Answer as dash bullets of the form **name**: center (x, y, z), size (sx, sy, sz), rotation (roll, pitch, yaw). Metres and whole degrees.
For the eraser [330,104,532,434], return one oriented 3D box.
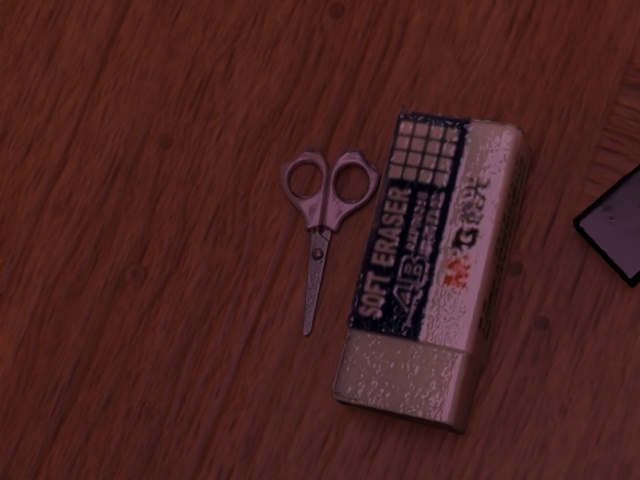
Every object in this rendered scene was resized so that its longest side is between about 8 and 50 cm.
- **eraser**: center (0.104, 0.027, 1.713), size (0.130, 0.086, 0.287), rotation (12, 79, 15)

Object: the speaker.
- **speaker**: center (0.343, -0.058, 1.713), size (0.218, 0.044, 0.082), rotation (-42, 73, -2)

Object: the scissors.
- **scissors**: center (0.000, 0.000, 1.777), size (0.100, 0.015, 0.189), rotation (5, 79, 13)
